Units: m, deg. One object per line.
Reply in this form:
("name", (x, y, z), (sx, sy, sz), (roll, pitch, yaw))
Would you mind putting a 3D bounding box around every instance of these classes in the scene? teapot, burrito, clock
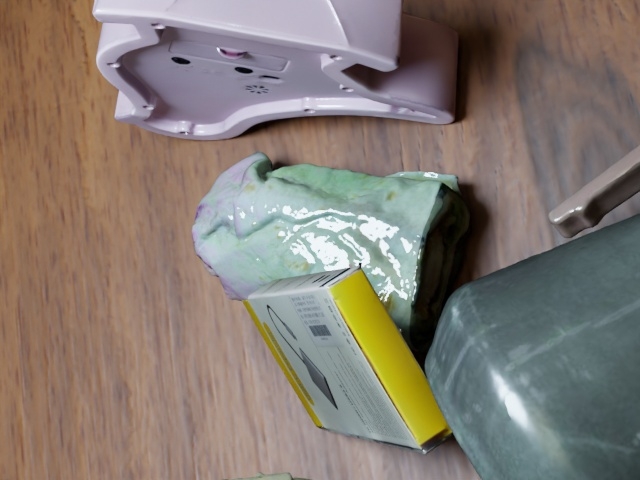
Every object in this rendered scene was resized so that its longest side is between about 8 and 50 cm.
("teapot", (0.255, 0.047, 0.892), (0.344, 0.253, 0.300), (-36, 44, 8))
("burrito", (0.000, 0.000, 1.118), (0.229, 0.089, 0.144), (10, 79, 28))
("clock", (-0.033, -0.149, 1.129), (0.290, 0.275, 0.080), (8, 76, -7))

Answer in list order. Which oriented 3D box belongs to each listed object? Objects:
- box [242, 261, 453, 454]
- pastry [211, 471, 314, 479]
("box", (0.012, 0.083, 1.007), (0.033, 0.247, 0.129), (-33, 96, -16))
("pastry", (-0.029, 0.317, 1.016), (0.330, 0.136, 0.329), (-6, 77, 27))
